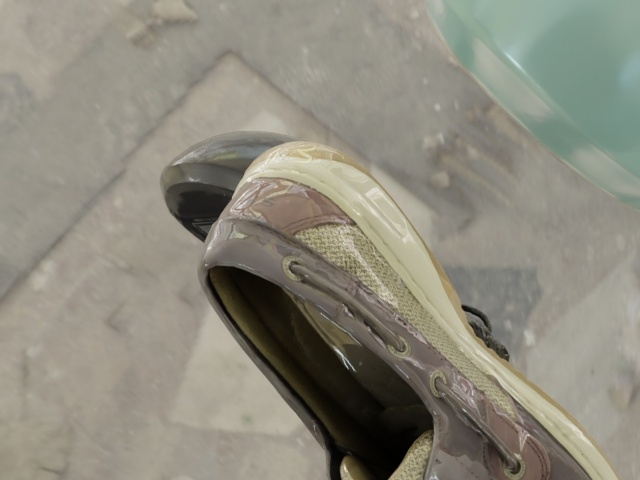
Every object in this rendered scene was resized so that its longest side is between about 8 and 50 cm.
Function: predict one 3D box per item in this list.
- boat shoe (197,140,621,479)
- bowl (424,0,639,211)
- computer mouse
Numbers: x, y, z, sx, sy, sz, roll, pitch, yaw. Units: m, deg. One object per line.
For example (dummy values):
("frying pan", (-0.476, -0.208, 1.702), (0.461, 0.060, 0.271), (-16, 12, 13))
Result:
("boat shoe", (0.045, 0.089, 0.691), (0.285, 0.103, 0.092), (53, 48, -13))
("bowl", (0.176, -0.131, 0.842), (0.163, 0.311, 0.311), (-49, 68, 19))
("computer mouse", (0.000, 0.000, 1.031), (0.188, 0.272, 0.072), (2, 61, 40))
